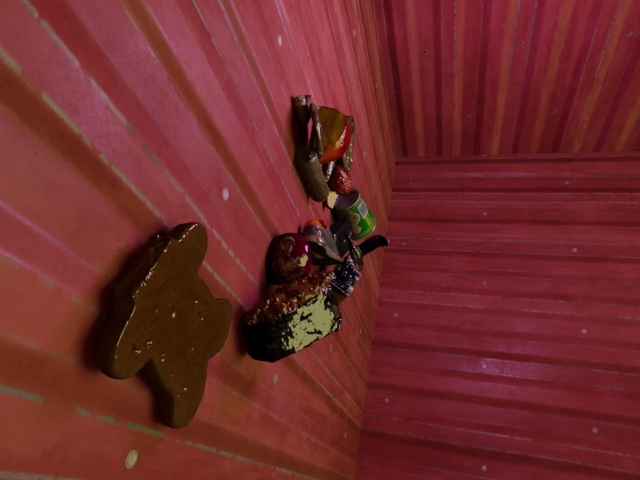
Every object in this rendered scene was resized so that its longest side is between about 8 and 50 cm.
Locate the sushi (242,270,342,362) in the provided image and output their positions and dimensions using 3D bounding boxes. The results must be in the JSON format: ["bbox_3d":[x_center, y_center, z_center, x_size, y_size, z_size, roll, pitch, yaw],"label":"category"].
[{"bbox_3d":[-0.103,0.240,1.411,0.348,0.234,0.208,-23,105,-40],"label":"sushi"}]

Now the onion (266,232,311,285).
[{"bbox_3d":[-0.098,0.086,1.570,0.218,0.139,0.196,74,18,-53],"label":"onion"}]

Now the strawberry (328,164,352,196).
[{"bbox_3d":[0.097,-0.297,2.131,0.131,0.131,0.148,-66,173,-50],"label":"strawberry"}]

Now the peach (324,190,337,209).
[{"bbox_3d":[0.044,-0.191,2.105,0.077,0.050,0.084,-16,99,-48],"label":"peach"}]

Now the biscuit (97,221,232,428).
[{"bbox_3d":[-0.318,0.174,0.968,0.394,0.076,0.369,77,23,-48],"label":"biscuit"}]

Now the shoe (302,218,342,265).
[{"bbox_3d":[0.000,0.000,1.897,0.336,0.132,0.171,46,39,-63],"label":"shoe"}]

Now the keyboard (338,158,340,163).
[{"bbox_3d":[0.097,-0.483,2.300,0.262,0.016,0.106,67,31,-55],"label":"keyboard"}]

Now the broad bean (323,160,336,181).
[{"bbox_3d":[0.040,-0.374,2.067,0.098,0.055,0.318,75,26,-44],"label":"broad bean"}]

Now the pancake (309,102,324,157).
[{"bbox_3d":[-0.011,-0.435,1.736,0.236,0.042,0.223,71,13,-70],"label":"pancake"}]

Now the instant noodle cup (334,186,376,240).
[{"bbox_3d":[0.165,-0.145,2.290,0.233,0.206,0.207,61,34,-47],"label":"instant noodle cup"}]

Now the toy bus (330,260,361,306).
[{"bbox_3d":[0.078,0.215,2.052,0.167,0.138,0.275,-57,174,24],"label":"toy bus"}]

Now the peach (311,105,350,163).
[{"bbox_3d":[0.051,-0.437,1.931,0.159,0.153,0.268,59,36,-62],"label":"peach"}]

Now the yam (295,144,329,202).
[{"bbox_3d":[-0.032,-0.270,1.794,0.259,0.093,0.093,66,31,-54],"label":"yam"}]

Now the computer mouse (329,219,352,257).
[{"bbox_3d":[0.074,-0.002,2.141,0.269,0.100,0.170,-42,131,-58],"label":"computer mouse"}]

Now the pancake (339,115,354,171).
[{"bbox_3d":[0.136,-0.509,2.313,0.294,0.049,0.295,6,90,-73],"label":"pancake"}]

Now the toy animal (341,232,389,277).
[{"bbox_3d":[0.150,0.057,2.060,0.272,0.197,0.160,-40,164,-27],"label":"toy animal"}]

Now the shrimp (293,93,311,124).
[{"bbox_3d":[-0.061,-0.544,1.741,0.161,0.049,0.166,70,26,-56],"label":"shrimp"}]
